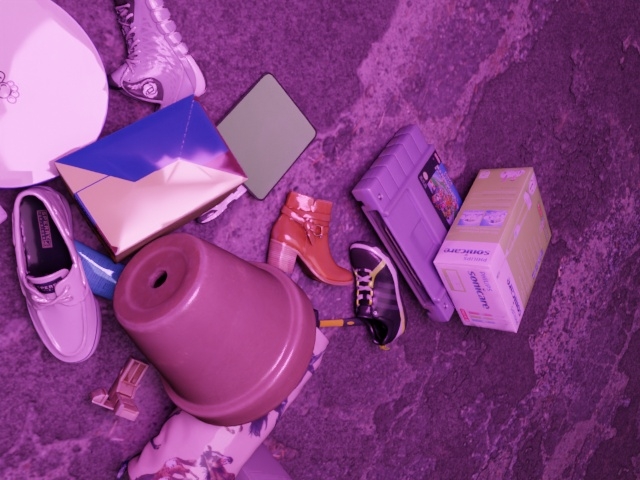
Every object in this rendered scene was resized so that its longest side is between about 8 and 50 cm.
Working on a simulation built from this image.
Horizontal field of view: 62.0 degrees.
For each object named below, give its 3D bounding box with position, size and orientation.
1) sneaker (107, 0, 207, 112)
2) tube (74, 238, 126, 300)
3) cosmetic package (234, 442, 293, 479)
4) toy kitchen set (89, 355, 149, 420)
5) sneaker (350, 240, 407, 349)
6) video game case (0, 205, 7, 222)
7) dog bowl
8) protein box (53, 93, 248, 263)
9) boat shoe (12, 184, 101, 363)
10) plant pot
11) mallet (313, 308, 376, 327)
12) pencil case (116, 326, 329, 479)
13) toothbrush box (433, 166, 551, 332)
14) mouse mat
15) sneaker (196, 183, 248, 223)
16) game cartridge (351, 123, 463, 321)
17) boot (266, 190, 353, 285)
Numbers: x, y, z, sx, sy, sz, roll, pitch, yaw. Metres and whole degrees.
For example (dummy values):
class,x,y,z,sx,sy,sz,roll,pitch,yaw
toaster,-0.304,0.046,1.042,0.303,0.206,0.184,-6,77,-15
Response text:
class,x,y,z,sx,sy,sz,roll,pitch,yaw
sneaker,-0.279,-0.291,0.790,0.132,0.086,0.228,-39,116,-15
tube,-0.348,0.053,0.836,0.207,0.052,0.080,29,82,-24
cosmetic package,-0.119,0.455,0.929,0.107,0.238,0.127,21,91,-28
toy kitchen set,-0.320,0.232,0.860,0.068,0.083,0.075,34,82,-30
sneaker,0.110,0.115,1.066,0.097,0.084,0.234,-39,112,-39
video game case,-0.592,-0.093,0.604,0.300,0.036,0.328,-26,113,4
dog bowl,-0.427,-0.201,0.709,0.265,0.104,0.264,-6,102,-28
protein box,-0.242,-0.078,0.764,0.200,0.201,0.135,-34,97,-21
boat shoe,-0.379,0.054,0.760,0.096,0.088,0.267,-6,97,-12
plant pot,-0.167,0.107,0.777,0.263,0.263,0.229,-49,139,-13
mallet,0.035,0.176,1.083,0.190,0.039,0.062,12,92,-35
pencil case,-0.151,0.269,0.913,0.410,0.184,0.160,-52,124,-14
toothbrush box,0.371,0.014,1.117,0.283,0.122,0.206,-58,132,-31
mouse mat,-0.099,-0.183,0.938,0.152,0.007,0.189,49,63,-27
sneaker,-0.176,-0.071,0.918,0.109,0.040,0.043,-47,107,-21
game cartridge,0.218,-0.035,1.096,0.230,0.068,0.355,-51,120,-30
boot,0.000,0.000,1.010,0.197,0.073,0.152,19,85,-33
